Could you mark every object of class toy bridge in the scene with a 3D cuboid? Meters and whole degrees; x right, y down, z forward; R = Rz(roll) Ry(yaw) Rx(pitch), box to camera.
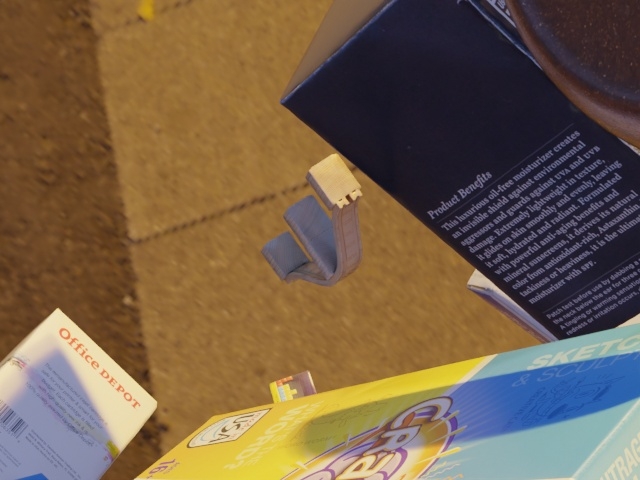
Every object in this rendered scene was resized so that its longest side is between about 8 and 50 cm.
[{"bbox_3d":[0.000,0.000,1.166,0.026,0.188,0.063,-33,81,-20],"label":"toy bridge"}]

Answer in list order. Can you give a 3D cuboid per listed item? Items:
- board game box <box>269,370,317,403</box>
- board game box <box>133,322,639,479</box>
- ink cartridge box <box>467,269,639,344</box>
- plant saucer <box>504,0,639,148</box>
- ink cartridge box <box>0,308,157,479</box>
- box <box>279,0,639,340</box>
[{"bbox_3d":[0.002,0.236,1.627,0.048,0.141,0.170,-17,36,-2],"label":"board game box"},{"bbox_3d":[0.004,0.134,0.703,0.316,0.242,0.064,-17,103,41],"label":"board game box"},{"bbox_3d":[0.355,-0.002,1.658,0.330,0.324,0.071,-57,23,-8],"label":"ink cartridge box"},{"bbox_3d":[0.127,-0.118,0.605,0.198,0.036,0.198,22,122,42],"label":"plant saucer"},{"bbox_3d":[-0.343,0.235,1.921,0.171,0.168,0.232,46,47,-7],"label":"ink cartridge box"},{"bbox_3d":[0.167,-0.136,1.211,0.183,0.294,0.296,-37,19,41],"label":"box"}]
